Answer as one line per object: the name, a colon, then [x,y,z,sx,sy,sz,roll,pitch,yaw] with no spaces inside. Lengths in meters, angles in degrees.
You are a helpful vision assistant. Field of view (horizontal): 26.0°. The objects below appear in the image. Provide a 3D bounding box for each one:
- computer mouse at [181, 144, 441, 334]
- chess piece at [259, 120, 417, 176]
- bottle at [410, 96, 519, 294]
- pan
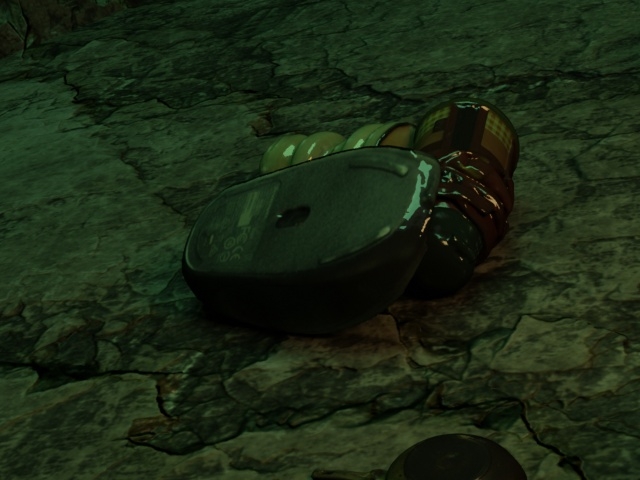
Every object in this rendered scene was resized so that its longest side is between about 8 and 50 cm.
computer mouse: [0.002,0.000,1.548,0.374,0.114,0.203,-7,52,42]
chess piece: [0.019,-0.092,1.799,0.243,0.133,0.133,7,31,44]
bottle: [0.146,-0.048,1.609,0.156,0.143,0.271,-30,24,33]
pan: [0.077,0.214,1.207,0.202,0.048,0.128,-7,26,13]
